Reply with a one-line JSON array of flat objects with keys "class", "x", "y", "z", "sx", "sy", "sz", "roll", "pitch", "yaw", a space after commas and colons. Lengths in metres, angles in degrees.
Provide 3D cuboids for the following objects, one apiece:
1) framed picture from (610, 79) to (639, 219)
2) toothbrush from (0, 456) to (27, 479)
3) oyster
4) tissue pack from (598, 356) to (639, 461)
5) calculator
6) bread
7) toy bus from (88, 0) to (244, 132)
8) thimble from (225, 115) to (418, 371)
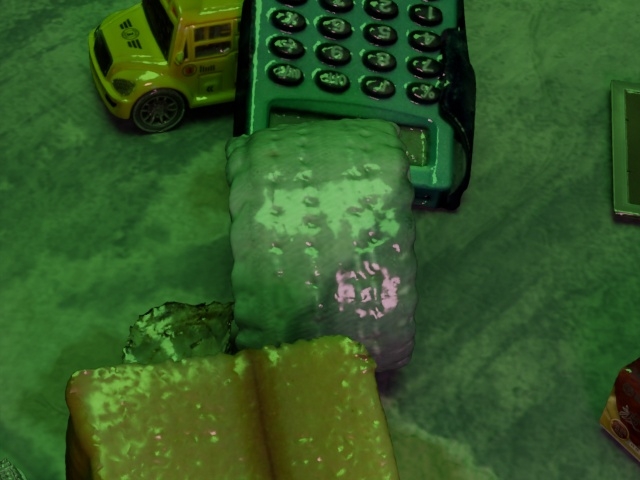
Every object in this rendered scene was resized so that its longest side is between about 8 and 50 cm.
[{"class": "framed picture", "x": 0.465, "y": -0.082, "z": 1.433, "sx": 0.293, "sy": 0.018, "sz": 0.231, "roll": 9, "pitch": 45, "yaw": 3}, {"class": "toothbrush", "x": -0.178, "y": 0.303, "z": 0.987, "sx": 0.024, "sy": 0.029, "sz": 0.354, "roll": -28, "pitch": 54, "yaw": -12}, {"class": "oyster", "x": -0.126, "y": 0.122, "z": 1.152, "sx": 0.105, "sy": 0.056, "sz": 0.177, "roll": -5, "pitch": 45, "yaw": 6}, {"class": "tissue pack", "x": 0.337, "y": 0.161, "z": 1.126, "sx": 0.106, "sy": 0.099, "sz": 0.149, "roll": -28, "pitch": 55, "yaw": -28}, {"class": "calculator", "x": 0.040, "y": -0.178, "z": 1.347, "sx": 0.248, "sy": 0.058, "sz": 0.274, "roll": 6, "pitch": 79, "yaw": -16}, {"class": "bread", "x": -0.023, "y": 0.280, "z": 0.874, "sx": 0.233, "sy": 0.244, "sz": 0.361, "roll": -7, "pitch": 44, "yaw": -24}, {"class": "toy bus", "x": -0.088, "y": -0.236, "z": 1.435, "sx": 0.330, "sy": 0.152, "sz": 0.144, "roll": -12, "pitch": 50, "yaw": -16}, {"class": "thimble", "x": 0.000, "y": 0.000, "z": 1.179, "sx": 0.172, "sy": 0.205, "sz": 0.250, "roll": -1, "pitch": 62, "yaw": 2}]
